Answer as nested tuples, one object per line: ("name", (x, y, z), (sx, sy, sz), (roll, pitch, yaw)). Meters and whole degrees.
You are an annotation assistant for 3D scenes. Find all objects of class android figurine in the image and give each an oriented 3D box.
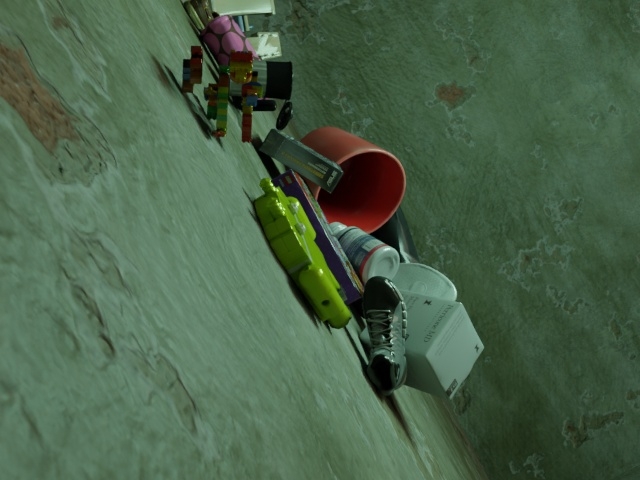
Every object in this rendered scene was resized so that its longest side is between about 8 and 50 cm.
("android figurine", (-0.030, 0.018, 1.229), (0.273, 0.056, 0.248), (60, 5, -33))

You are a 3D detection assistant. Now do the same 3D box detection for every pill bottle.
("pill bottle", (0.084, 0.029, 1.727), (0.180, 0.108, 0.108), (33, -16, 41))

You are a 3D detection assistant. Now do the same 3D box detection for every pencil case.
("pencil case", (-0.191, -0.399, 1.697), (0.095, 0.098, 0.209), (-34, 98, -40))

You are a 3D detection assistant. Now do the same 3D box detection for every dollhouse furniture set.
("dollhouse furniture set", (-0.292, -0.659, 2.225), (0.303, 0.198, 0.286), (9, -70, 58))

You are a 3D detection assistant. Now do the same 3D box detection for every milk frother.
("milk frother", (-0.127, -0.309, 1.586), (0.143, 0.135, 0.129), (-105, -161, -56))

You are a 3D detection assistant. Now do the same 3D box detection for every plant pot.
("plant pot", (0.055, -0.175, 2.042), (0.275, 0.275, 0.243), (57, -4, -40))

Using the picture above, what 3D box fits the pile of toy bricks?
("pile of toy bricks", (-0.147, -0.202, 1.123), (0.212, 0.118, 0.105), (118, -26, -77))

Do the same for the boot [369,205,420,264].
("boot", (0.155, 0.040, 2.204), (0.367, 0.146, 0.445), (122, -42, -57))

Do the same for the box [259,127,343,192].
("box", (-0.041, -0.185, 1.699), (0.183, 0.056, 0.231), (30, 7, -6))

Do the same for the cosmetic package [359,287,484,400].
("cosmetic package", (0.216, 0.217, 1.593), (0.184, 0.151, 0.151), (9, -39, 46))

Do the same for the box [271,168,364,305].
("box", (0.000, 0.000, 1.574), (0.293, 0.057, 0.201), (62, 5, 5))

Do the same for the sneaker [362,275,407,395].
("sneaker", (0.122, 0.185, 1.426), (0.132, 0.086, 0.228), (-21, 102, -77))

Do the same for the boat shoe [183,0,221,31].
("boat shoe", (-0.255, -0.506, 1.770), (0.064, 0.060, 0.178), (65, 6, 32))

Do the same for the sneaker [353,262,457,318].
("sneaker", (0.191, 0.133, 1.766), (0.104, 0.296, 0.147), (-61, 143, -32))
